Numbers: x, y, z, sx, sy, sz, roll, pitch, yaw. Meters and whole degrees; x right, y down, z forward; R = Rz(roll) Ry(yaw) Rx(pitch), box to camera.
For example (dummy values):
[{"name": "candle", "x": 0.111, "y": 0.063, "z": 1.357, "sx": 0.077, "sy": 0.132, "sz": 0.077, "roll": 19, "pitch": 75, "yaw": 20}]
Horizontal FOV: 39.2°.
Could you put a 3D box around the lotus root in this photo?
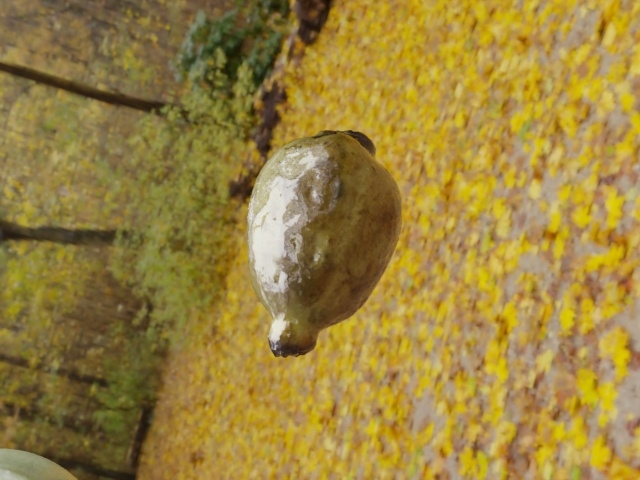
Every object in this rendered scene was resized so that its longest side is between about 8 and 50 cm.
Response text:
[{"name": "lotus root", "x": 0.000, "y": 0.000, "z": 0.795, "sx": 0.138, "sy": 0.138, "sz": 0.214, "roll": 131, "pitch": 151, "yaw": -67}]

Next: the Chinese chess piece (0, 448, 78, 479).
[{"name": "Chinese chess piece", "x": -0.197, "y": 0.197, "z": 0.531, "sx": 0.058, "sy": 0.144, "sz": 0.144, "roll": 77, "pitch": -151, "yaw": -85}]
